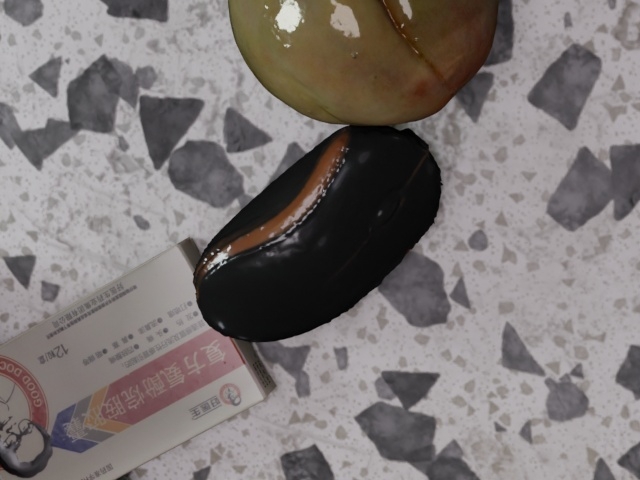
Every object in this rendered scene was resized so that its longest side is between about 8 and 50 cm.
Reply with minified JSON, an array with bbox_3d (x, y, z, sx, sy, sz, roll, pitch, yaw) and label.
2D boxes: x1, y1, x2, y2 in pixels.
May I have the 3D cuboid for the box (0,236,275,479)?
[{"bbox_3d":[-0.258,0.173,1.558,0.353,0.069,0.214,-29,91,14],"label":"box"}]

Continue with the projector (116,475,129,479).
[{"bbox_3d":[-0.242,0.382,1.580,0.115,0.061,0.147,-40,89,14],"label":"projector"}]

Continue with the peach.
[{"bbox_3d":[0.050,-0.253,1.354,0.292,0.247,0.292,0,76,0],"label":"peach"}]

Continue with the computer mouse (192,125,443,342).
[{"bbox_3d":[0.001,0.003,1.432,0.323,0.116,0.183,-42,131,11],"label":"computer mouse"}]
